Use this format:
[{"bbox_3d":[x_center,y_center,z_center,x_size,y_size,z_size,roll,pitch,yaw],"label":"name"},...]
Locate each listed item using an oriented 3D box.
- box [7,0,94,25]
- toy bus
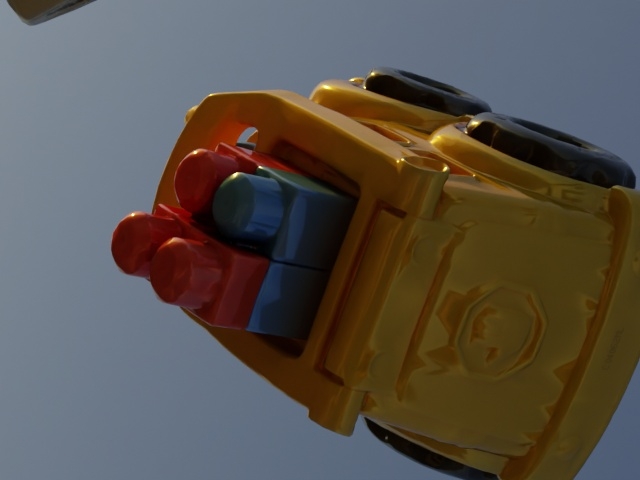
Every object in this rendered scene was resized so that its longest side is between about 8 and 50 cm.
[{"bbox_3d":[0.007,-0.167,0.508,0.094,0.275,0.113,-16,-77,44],"label":"box"},{"bbox_3d":[0.000,0.000,0.742,0.220,0.211,0.149,33,-72,52],"label":"toy bus"}]
